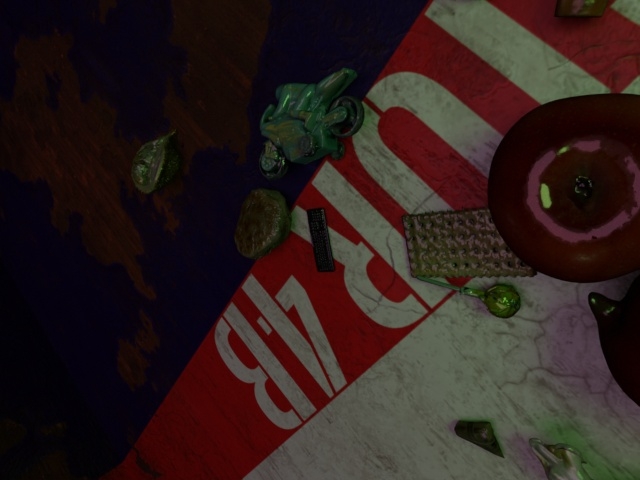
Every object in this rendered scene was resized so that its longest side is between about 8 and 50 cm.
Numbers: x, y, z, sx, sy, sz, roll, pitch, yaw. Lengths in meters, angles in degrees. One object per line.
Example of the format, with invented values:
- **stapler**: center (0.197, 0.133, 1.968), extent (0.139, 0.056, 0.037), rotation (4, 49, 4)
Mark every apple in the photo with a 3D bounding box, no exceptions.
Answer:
- **apple**: center (0.363, -0.075, 0.553), extent (0.261, 0.217, 0.260), rotation (8, 104, 36)

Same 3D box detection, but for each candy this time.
- **candy**: center (0.272, 0.095, 0.763), extent (0.194, 0.058, 0.062), rotation (14, 70, 34)

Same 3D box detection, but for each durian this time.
- **durian**: center (-0.473, -0.234, 1.187), extent (0.147, 0.102, 0.208), rotation (29, 94, 24)

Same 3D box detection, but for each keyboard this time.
- **keyboard**: center (0.000, 0.000, 0.956), extent (0.053, 0.010, 0.154), rotation (-5, 99, 37)

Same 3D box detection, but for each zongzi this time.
- **zongzi**: center (0.321, 0.404, 0.823), extent (0.076, 0.040, 0.083), rotation (-18, 109, 44)

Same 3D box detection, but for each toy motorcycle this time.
- **toy motorcycle**: center (-0.033, -0.255, 0.868), extent (0.297, 0.109, 0.198), rotation (-15, 83, 39)

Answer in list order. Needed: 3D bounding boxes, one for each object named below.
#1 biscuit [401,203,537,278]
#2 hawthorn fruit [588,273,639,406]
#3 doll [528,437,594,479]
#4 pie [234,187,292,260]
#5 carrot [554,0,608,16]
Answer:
- **biscuit**: center (0.271, 0.004, 0.762), extent (0.232, 0.016, 0.138), rotation (-5, 99, 36)
- **hawthorn fruit**: center (0.520, 0.134, 0.466), extent (0.312, 0.295, 0.294), rotation (-27, 86, 33)
- **doll**: center (0.486, 0.516, 0.660), extent (0.348, 0.161, 0.422), rotation (22, 119, 34)
- **pie**: center (-0.148, -0.044, 1.010), extent (0.194, 0.079, 0.163), rotation (-33, 74, 36)
- **carrot**: center (0.376, -0.404, 0.544), extent (0.087, 0.087, 0.193), rotation (11, 110, 33)
